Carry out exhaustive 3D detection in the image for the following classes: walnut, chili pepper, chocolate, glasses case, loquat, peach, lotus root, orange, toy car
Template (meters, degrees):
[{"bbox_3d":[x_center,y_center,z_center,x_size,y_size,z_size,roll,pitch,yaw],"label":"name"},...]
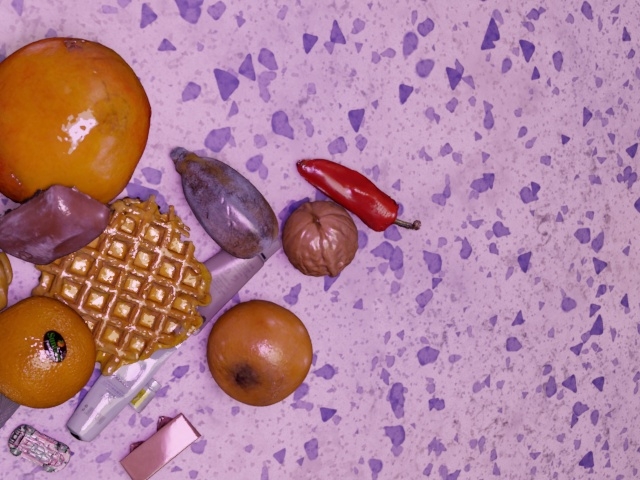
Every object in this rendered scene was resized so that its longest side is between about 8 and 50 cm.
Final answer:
[{"bbox_3d":[0.000,0.000,1.963,0.213,0.213,0.213,-4,99,-28],"label":"walnut"},{"bbox_3d":[0.099,-0.116,2.054,0.387,0.110,0.110,33,81,-23],"label":"chili pepper"},{"bbox_3d":[-0.542,-0.011,1.550,0.161,0.261,0.083,28,48,-42],"label":"chocolate"},{"bbox_3d":[-0.399,0.501,1.898,0.193,0.070,0.102,-38,85,-17],"label":"glasses case"},{"bbox_3d":[-0.147,0.275,1.885,0.263,0.263,0.263,-4,99,-28],"label":"loquat"},{"bbox_3d":[-0.524,-0.225,1.587,0.372,0.290,0.372,-38,145,-32],"label":"peach"},{"bbox_3d":[-0.231,-0.098,1.819,0.158,0.140,0.322,-43,97,-11],"label":"lotus root"},{"bbox_3d":[-0.577,0.231,1.600,0.236,0.236,0.236,-4,99,-28],"label":"orange"},{"bbox_3d":[-0.637,0.471,1.763,0.142,0.055,0.069,33,80,-14],"label":"toy car"}]

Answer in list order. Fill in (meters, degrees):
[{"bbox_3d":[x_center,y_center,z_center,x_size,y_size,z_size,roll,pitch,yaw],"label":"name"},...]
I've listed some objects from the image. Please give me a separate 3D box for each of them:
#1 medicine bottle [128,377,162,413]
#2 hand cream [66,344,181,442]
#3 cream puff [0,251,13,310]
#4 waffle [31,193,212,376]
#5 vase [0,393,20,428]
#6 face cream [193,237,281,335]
[{"bbox_3d":[-0.424,0.370,1.867,0.047,0.047,0.083,46,76,-25],"label":"medicine bottle"},{"bbox_3d":[-0.470,0.334,1.829,0.109,0.067,0.320,40,76,-5],"label":"hand cream"},{"bbox_3d":[-0.745,0.099,1.584,0.221,0.195,0.194,17,89,-9],"label":"cream puff"},{"bbox_3d":[-0.446,0.100,1.776,0.382,0.095,0.379,-29,102,-18],"label":"waffle"},{"bbox_3d":[-0.718,0.383,1.688,0.096,0.096,0.219,37,82,-27],"label":"vase"},{"bbox_3d":[-0.235,0.084,1.912,0.314,0.089,0.143,-41,108,-11],"label":"face cream"}]
